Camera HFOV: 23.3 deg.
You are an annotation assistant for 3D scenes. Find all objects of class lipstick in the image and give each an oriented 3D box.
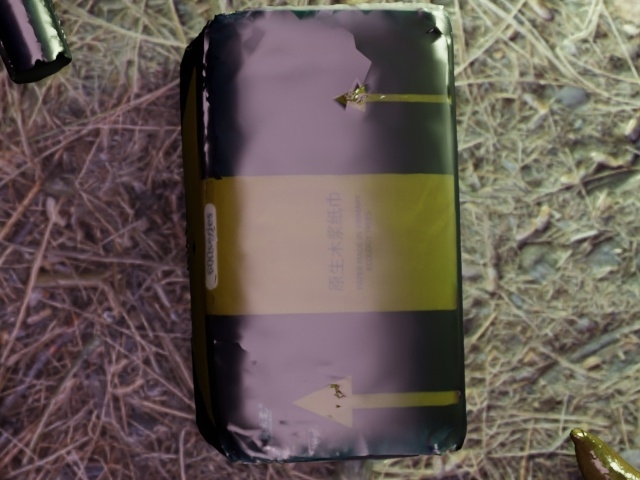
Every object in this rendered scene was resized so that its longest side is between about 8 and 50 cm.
[{"bbox_3d":[-0.352,-0.359,1.545,0.077,0.077,0.418,-21,90,-6],"label":"lipstick"}]

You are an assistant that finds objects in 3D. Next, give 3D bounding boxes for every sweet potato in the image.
[{"bbox_3d":[0.355,0.276,1.608,0.250,0.059,0.069,27,49,-6],"label":"sweet potato"}]

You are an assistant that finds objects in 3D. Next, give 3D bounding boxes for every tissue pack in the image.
[{"bbox_3d":[0.000,0.000,1.479,0.253,0.264,0.416,-3,90,-8],"label":"tissue pack"}]
